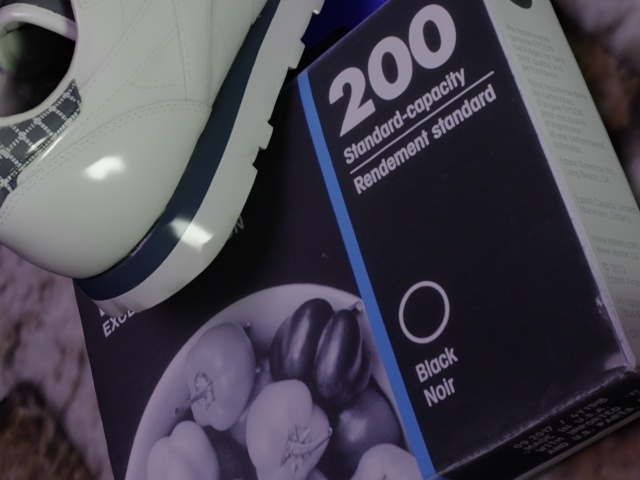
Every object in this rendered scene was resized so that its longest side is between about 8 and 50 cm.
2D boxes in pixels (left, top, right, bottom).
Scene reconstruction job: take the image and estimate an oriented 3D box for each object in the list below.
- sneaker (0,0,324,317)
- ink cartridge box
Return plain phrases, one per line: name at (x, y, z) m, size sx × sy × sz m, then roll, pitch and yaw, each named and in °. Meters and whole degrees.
sneaker at (-0.056, -0.092, 0.554) m, size 0.090 × 0.095 × 0.235 m, roll -28°, pitch 37°, yaw 44°
ink cartridge box at (0.000, 0.000, 0.545) m, size 0.206 × 0.045 × 0.208 m, roll -36°, pitch 55°, yaw 31°
